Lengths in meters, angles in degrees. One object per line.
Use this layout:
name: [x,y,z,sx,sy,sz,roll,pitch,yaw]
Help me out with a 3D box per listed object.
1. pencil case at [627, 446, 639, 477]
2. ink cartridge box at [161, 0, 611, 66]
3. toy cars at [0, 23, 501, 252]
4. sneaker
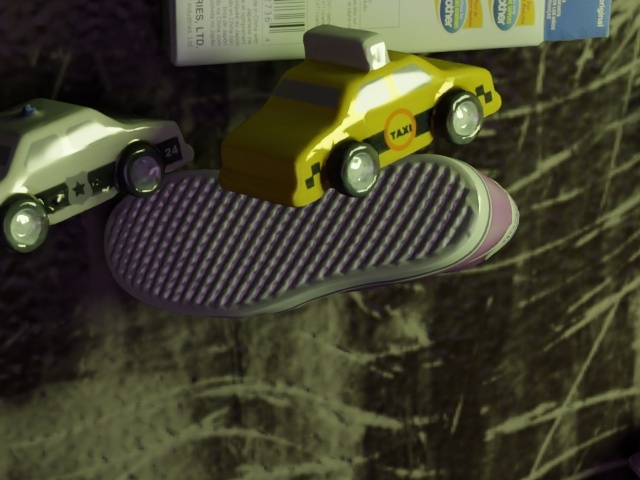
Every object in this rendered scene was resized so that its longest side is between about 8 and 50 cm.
pencil case: [0.332,0.135,1.460,0.086,0.088,0.206,40,98,-21]
ink cartridge box: [0.047,-0.220,1.272,0.311,0.065,0.186,-4,112,-9]
toy cars: [-0.081,-0.076,1.219,0.393,0.176,0.087,-10,112,4]
sneaker: [0.000,0.001,1.323,0.282,0.161,0.102,-3,88,20]
